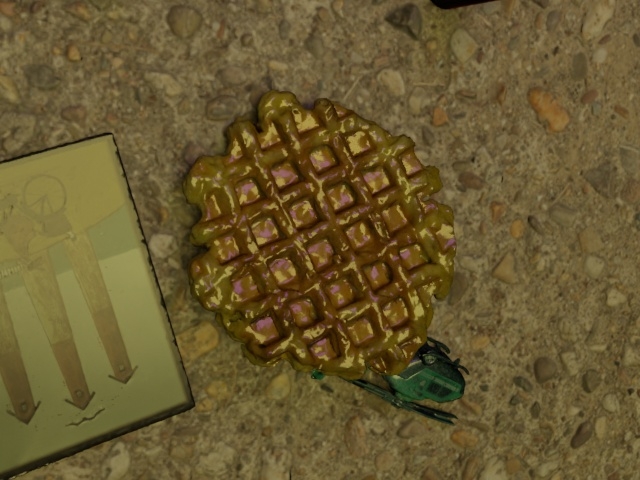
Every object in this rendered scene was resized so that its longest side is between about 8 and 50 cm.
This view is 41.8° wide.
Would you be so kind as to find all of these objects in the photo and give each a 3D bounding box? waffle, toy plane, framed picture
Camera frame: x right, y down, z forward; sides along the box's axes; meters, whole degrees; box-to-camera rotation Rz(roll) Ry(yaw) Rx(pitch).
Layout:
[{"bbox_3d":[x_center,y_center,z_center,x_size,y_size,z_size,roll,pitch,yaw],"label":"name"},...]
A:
[{"bbox_3d":[0.000,0.000,0.923,0.324,0.068,0.302,20,80,-12],"label":"waffle"},{"bbox_3d":[0.098,0.159,1.023,0.235,0.060,0.096,26,102,-27],"label":"toy plane"},{"bbox_3d":[-0.289,0.074,0.879,0.244,0.013,0.324,-19,105,-17],"label":"framed picture"}]

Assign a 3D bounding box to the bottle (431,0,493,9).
[{"bbox_3d":[0.177,-0.286,0.915,0.060,0.164,0.060,-4,101,-21],"label":"bottle"}]
